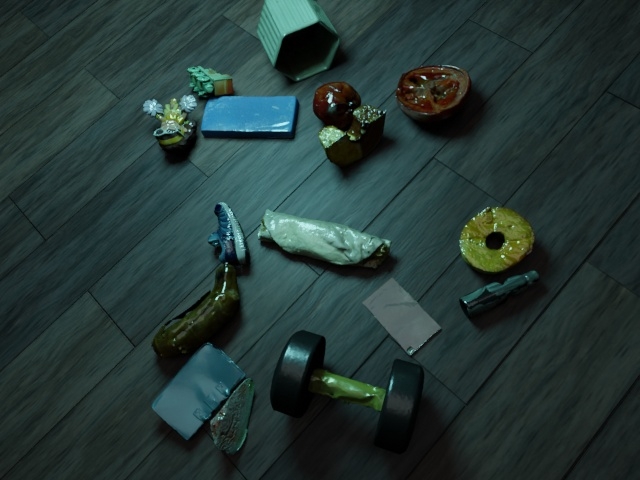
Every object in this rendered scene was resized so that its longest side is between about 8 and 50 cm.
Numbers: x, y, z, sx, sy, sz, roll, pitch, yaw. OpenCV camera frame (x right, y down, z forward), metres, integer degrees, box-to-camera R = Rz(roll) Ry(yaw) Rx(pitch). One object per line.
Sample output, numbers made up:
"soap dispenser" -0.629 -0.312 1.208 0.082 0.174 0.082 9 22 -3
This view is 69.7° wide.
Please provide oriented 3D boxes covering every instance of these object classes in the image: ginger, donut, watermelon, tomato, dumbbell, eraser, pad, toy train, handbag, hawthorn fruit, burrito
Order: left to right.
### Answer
"handbag" -0.317 0.392 1.204 0.144 0.057 0.221 39 79 16
"ginger" -0.326 0.210 1.248 0.309 0.107 0.133 -41 39 -7
"toy train" -0.379 -0.543 1.564 0.119 0.074 0.176 -18 41 -26
"watermelon" -0.222 0.433 1.157 0.081 0.094 0.180 9 55 15
"eraser" -0.234 -0.409 1.515 0.312 0.042 0.144 4 69 10
"burrito" 0.000 0.000 1.301 0.393 0.076 0.117 15 78 16
"hawthorn fruit" 0.041 -0.424 1.432 0.172 0.148 0.148 25 73 43
"dumbbell" 0.065 0.349 1.081 0.323 0.203 0.203 14 71 13
"donut" 0.088 -0.310 1.379 0.217 0.141 0.085 -31 57 -16
"pad" 0.213 0.199 1.225 0.113 0.006 0.187 -40 67 -7
"tomato" 0.343 -0.439 1.413 0.228 0.101 0.227 -5 60 8
"donut" 0.464 0.007 1.228 0.174 0.074 0.190 36 82 19

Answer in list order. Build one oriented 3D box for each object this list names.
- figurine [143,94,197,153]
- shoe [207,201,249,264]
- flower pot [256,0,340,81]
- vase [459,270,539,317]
"figurine" -0.479 -0.391 1.508 0.175 0.115 0.239 -8 61 3
"shoe" -0.277 -0.015 1.337 0.106 0.091 0.207 -17 70 -4
"flower pot" -0.075 -0.671 1.506 0.209 0.239 0.189 -38 62 27
"vase" 0.465 0.132 1.183 0.212 0.060 0.059 -24 67 0
